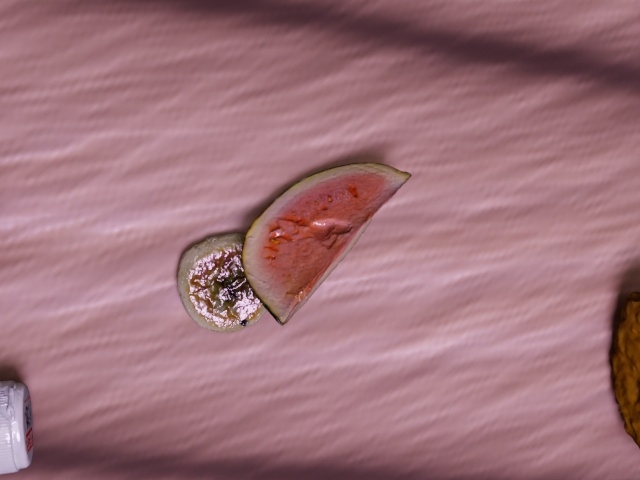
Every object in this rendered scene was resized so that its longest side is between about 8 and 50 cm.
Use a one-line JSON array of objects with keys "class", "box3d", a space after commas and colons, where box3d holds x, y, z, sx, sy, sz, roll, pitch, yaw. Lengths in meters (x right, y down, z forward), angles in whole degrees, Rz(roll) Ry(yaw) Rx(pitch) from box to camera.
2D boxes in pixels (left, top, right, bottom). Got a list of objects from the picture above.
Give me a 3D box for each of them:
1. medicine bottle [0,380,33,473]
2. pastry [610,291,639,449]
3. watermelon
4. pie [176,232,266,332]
[{"class": "medicine bottle", "box3d": [-0.325, 0.142, 0.630, 0.228, 0.083, 0.121, -4, 93, -11]}, {"class": "pastry", "box3d": [0.326, 0.119, 0.725, 0.103, 0.188, 0.189, -7, 96, -16]}, {"class": "watermelon", "box3d": [-0.001, 0.007, 0.700, 0.163, 0.087, 0.069, -46, 138, -24]}, {"class": "pie", "box3d": [-0.072, 0.033, 0.710, 0.084, 0.021, 0.084, -1, 94, -12]}]
